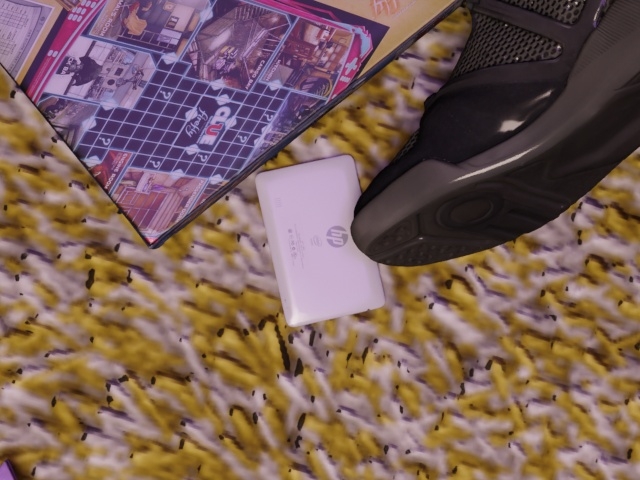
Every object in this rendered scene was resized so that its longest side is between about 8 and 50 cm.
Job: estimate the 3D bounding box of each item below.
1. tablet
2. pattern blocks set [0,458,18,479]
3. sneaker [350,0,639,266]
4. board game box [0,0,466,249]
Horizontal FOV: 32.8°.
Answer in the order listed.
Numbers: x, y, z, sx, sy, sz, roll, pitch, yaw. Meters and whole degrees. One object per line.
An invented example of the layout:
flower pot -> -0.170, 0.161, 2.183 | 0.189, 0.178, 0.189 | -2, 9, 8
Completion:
tablet -> 0.000, 0.000, 0.574 | 0.054, 0.006, 0.083 | -12, 89, -6
pattern blocks set -> -0.300, 0.177, 0.526 | 0.325, 0.026, 0.285 | -7, 88, -6
sneaker -> 0.095, -0.085, 0.536 | 0.227, 0.087, 0.130 | -43, 51, 30
board game box -> -0.043, -0.134, 0.558 | 0.243, 0.042, 0.165 | -39, 91, -6
